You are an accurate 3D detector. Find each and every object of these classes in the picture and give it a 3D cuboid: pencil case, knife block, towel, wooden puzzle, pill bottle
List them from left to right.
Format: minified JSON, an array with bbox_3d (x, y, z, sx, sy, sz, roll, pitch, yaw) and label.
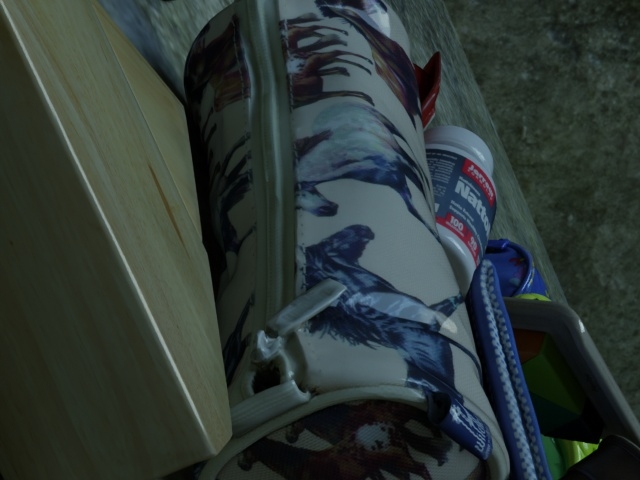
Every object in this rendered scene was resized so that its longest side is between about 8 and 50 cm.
[{"bbox_3d":[-0.141,-0.059,0.525,0.242,0.088,0.276,49,23,-49],"label":"knife block"},{"bbox_3d":[0.000,0.000,0.808,0.410,0.160,0.183,-98,171,-47],"label":"pencil case"},{"bbox_3d":[0.098,-0.022,1.179,0.108,0.108,0.180,60,31,-27],"label":"pill bottle"},{"bbox_3d":[0.134,0.108,1.093,0.221,0.238,0.044,52,57,-46],"label":"wooden puzzle"},{"bbox_3d":[0.108,0.213,0.824,0.243,0.040,0.336,-100,-170,-45],"label":"towel"},{"bbox_3d":[0.234,0.113,1.578,0.306,0.119,0.133,52,49,-47],"label":"pencil case"}]

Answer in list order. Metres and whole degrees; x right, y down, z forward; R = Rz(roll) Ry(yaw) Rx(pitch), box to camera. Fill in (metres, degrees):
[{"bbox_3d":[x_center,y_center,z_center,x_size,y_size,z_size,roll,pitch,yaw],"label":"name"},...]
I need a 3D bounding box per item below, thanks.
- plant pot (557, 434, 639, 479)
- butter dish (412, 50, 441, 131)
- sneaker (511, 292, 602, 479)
[{"bbox_3d":[0.194,0.261,1.035,0.167,0.165,0.167,60,-11,21],"label":"plant pot"},{"bbox_3d":[0.023,-0.113,1.164,0.118,0.160,0.160,33,19,-7],"label":"butter dish"},{"bbox_3d":[0.210,0.202,1.281,0.109,0.123,0.295,6,68,-48],"label":"sneaker"}]
